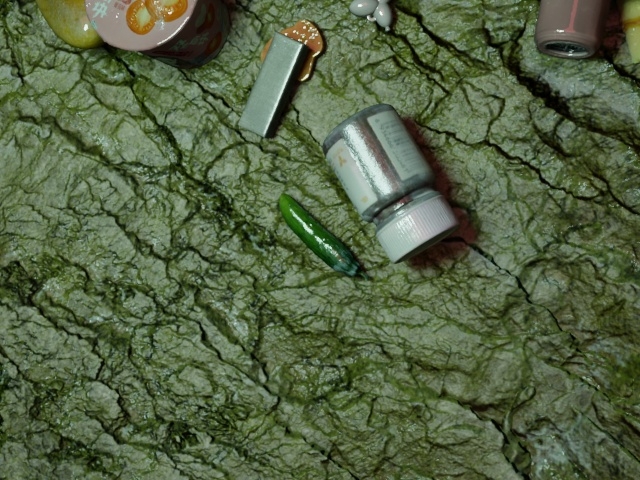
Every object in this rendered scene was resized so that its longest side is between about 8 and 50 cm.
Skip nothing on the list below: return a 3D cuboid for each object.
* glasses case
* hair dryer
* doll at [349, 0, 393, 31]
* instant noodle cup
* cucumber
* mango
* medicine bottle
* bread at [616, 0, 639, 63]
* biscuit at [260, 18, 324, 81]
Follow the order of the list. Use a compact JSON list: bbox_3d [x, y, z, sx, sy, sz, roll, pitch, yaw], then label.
[{"bbox_3d":[-0.095,-0.315,1.503,0.070,0.047,0.205,27,102,14],"label":"glasses case"},{"bbox_3d":[0.563,-0.435,1.289,0.352,0.125,0.211,12,90,35],"label":"hair dryer"},{"bbox_3d":[0.124,-0.509,1.470,0.160,0.059,0.161,-34,92,11],"label":"doll"},{"bbox_3d":[-0.312,-0.467,1.484,0.242,0.231,0.243,-1,86,14],"label":"instant noodle cup"},{"bbox_3d":[0.000,0.000,1.474,0.250,0.056,0.056,44,97,14],"label":"cucumber"},{"bbox_3d":[-0.516,-0.570,1.549,0.221,0.198,0.384,-28,72,28],"label":"mango"},{"bbox_3d":[0.133,-0.107,1.395,0.165,0.165,0.274,-30,81,10],"label":"medicine bottle"},{"bbox_3d":[0.677,-0.428,1.288,0.263,0.163,0.168,-14,84,12],"label":"bread"},{"bbox_3d":[-0.054,-0.383,1.525,0.140,0.023,0.118,-24,87,13],"label":"biscuit"}]
